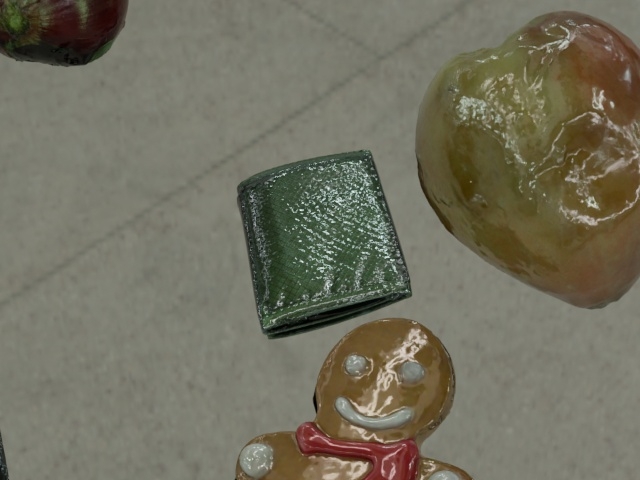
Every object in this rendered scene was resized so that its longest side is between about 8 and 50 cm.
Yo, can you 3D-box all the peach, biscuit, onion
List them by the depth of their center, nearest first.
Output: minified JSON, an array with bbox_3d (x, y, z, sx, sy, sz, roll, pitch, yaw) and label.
[{"bbox_3d":[-0.197,-0.183,1.045,0.117,0.118,0.118,-5,46,5],"label":"onion"},{"bbox_3d":[0.017,0.213,1.168,0.216,0.047,0.340,13,69,25],"label":"biscuit"},{"bbox_3d":[0.185,-0.057,1.179,0.214,0.214,0.235,-14,79,-13],"label":"peach"}]

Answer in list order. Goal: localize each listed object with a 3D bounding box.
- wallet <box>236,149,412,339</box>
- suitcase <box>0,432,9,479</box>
[{"bbox_3d":[0.001,0.002,1.543,0.160,0.055,0.236,-17,44,3],"label":"wallet"},{"bbox_3d":[-0.323,0.147,0.828,0.283,0.194,0.434,-26,61,18],"label":"suitcase"}]
